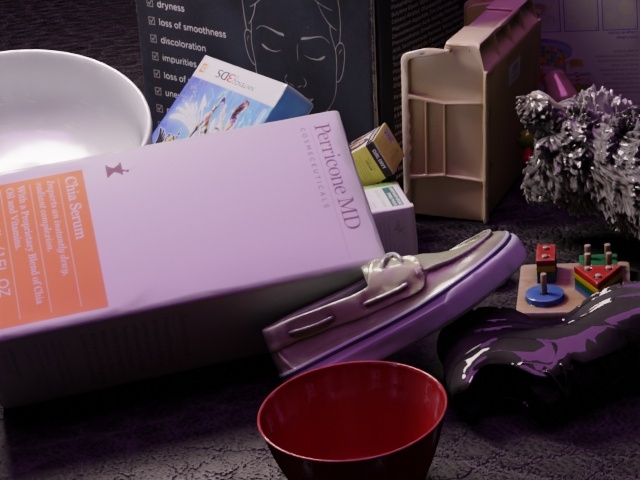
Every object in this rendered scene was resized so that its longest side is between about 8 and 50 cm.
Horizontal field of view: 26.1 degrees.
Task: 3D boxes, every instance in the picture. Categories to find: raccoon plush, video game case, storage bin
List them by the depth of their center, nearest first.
[{"bbox_3d":[0.353,-0.075,1.604,0.299,0.216,0.446,5,13,17],"label":"raccoon plush"},{"bbox_3d":[-0.162,-0.120,1.954,0.269,0.061,0.244,-57,36,-5],"label":"video game case"},{"bbox_3d":[0.218,-0.192,1.958,0.123,0.260,0.262,8,28,23],"label":"storage bin"}]

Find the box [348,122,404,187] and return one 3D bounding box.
[{"bbox_3d":[-0.001,-0.075,1.886,0.232,0.058,0.087,-28,13,24],"label":"box"}]

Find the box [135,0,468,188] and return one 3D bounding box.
[{"bbox_3d":[-0.026,-0.369,2.121,0.479,0.472,0.297,17,34,34],"label":"box"}]

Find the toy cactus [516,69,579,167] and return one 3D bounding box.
[{"bbox_3d":[0.367,-0.171,1.996,0.219,0.112,0.181,-6,62,-20],"label":"toy cactus"}]

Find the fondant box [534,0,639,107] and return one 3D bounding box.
[{"bbox_3d":[0.373,-0.308,2.077,0.238,0.330,0.096,1,22,20],"label":"fondant box"}]

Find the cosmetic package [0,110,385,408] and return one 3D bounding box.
[{"bbox_3d":[-0.171,0.019,1.602,0.453,0.161,0.230,-12,58,-9],"label":"cosmetic package"}]

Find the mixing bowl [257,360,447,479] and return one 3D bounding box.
[{"bbox_3d":[0.035,0.200,1.315,0.181,0.098,0.181,-6,24,3],"label":"mixing bowl"}]

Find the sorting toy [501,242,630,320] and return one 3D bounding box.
[{"bbox_3d":[0.312,0.046,1.648,0.274,0.046,0.132,-2,24,12],"label":"sorting toy"}]

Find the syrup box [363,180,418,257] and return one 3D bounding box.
[{"bbox_3d":[0.000,0.000,1.786,0.236,0.096,0.093,-10,23,-7],"label":"syrup box"}]

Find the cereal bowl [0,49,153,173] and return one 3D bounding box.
[{"bbox_3d":[-0.388,-0.105,1.831,0.338,0.141,0.339,2,42,-2],"label":"cereal bowl"}]

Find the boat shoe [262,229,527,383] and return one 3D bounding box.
[{"bbox_3d":[0.077,0.064,1.483,0.302,0.094,0.109,-31,5,1],"label":"boat shoe"}]

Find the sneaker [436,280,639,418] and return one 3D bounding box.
[{"bbox_3d":[0.264,0.127,1.431,0.286,0.109,0.130,-13,29,12],"label":"sneaker"}]
